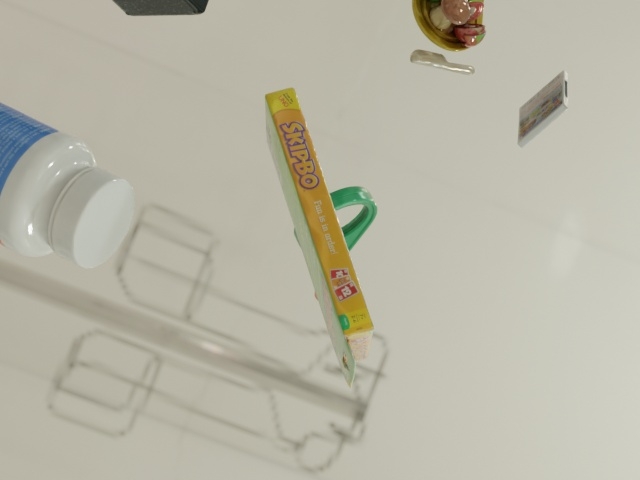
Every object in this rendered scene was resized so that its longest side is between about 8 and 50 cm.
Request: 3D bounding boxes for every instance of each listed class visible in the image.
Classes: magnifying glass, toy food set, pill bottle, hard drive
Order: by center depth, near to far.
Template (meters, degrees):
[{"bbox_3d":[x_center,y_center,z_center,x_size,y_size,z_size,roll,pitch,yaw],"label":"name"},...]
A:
[{"bbox_3d":[-0.175,-0.248,1.494,0.094,0.135,0.022,4,-114,34],"label":"hard drive"},{"bbox_3d":[-0.290,-0.059,1.552,0.124,0.221,0.124,-46,151,-36],"label":"pill bottle"},{"bbox_3d":[0.012,0.008,1.791,0.026,0.092,0.231,60,-16,24],"label":"magnifying glass"},{"bbox_3d":[0.208,-0.359,2.470,0.071,0.128,0.218,-30,-130,54],"label":"toy food set"}]

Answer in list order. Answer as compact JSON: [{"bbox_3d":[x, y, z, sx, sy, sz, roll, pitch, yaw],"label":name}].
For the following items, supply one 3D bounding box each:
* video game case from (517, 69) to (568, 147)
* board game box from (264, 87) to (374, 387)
[{"bbox_3d":[0.308,-0.183,2.281,0.087,0.011,0.122,-41,-165,25],"label":"video game case"},{"bbox_3d":[0.000,0.000,1.506,0.124,0.039,0.260,93,-18,-74],"label":"board game box"}]
